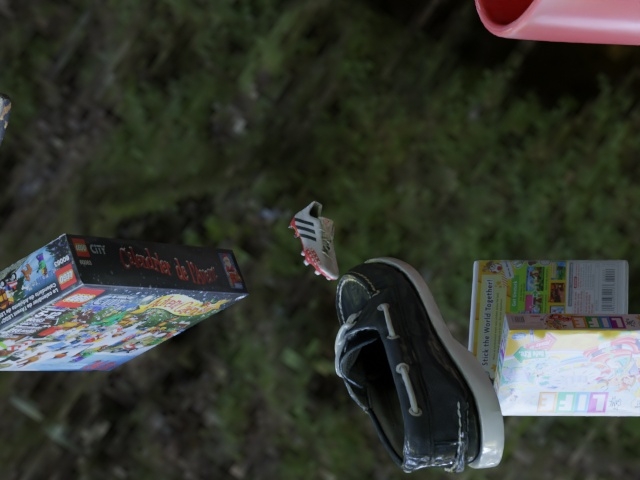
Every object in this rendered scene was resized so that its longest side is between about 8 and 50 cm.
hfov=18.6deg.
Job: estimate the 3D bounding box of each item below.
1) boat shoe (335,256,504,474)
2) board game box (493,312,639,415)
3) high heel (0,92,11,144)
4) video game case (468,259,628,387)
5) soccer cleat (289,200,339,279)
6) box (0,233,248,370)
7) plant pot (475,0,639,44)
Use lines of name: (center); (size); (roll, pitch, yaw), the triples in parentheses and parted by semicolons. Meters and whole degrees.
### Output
boat shoe: (0.061, 0.102, 1.703); (0.091, 0.114, 0.302); (-6, -157, -19)
board game box: (0.243, 0.116, 1.824); (0.154, 0.103, 0.026); (0, -145, -6)
high heel: (-0.355, -0.081, 1.972); (0.093, 0.261, 0.186); (56, -149, 8)
video game case: (0.298, 0.123, 2.561); (0.206, 0.227, 0.026); (0, 145, 10)
soccer cleat: (0.000, 0.000, 1.673); (0.029, 0.035, 0.083); (28, -156, -39)
box: (-0.186, 0.054, 1.562); (0.233, 0.159, 0.044); (6, -121, -60)
plant pot: (0.295, -0.293, 1.751); (0.243, 0.275, 0.275); (10, -173, -14)
